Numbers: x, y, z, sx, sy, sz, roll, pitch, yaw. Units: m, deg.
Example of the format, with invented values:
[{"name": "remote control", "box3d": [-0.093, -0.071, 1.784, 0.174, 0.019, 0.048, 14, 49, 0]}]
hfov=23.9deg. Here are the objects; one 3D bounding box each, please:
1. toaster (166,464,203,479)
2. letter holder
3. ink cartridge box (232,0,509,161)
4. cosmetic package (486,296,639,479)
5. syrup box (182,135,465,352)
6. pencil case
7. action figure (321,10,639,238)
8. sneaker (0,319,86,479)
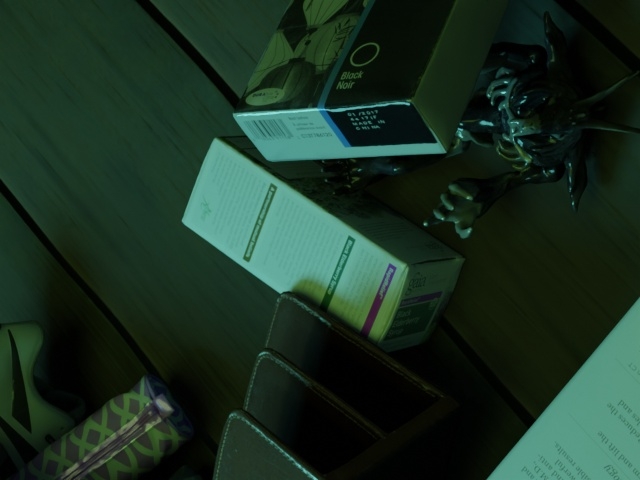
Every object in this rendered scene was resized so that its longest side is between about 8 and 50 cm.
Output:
[{"name": "toaster", "box3d": [-0.174, 0.337, 1.485, 0.227, 0.129, 0.146, -43, 72, 34]}, {"name": "letter holder", "box3d": [-0.028, 0.224, 1.290, 0.214, 0.152, 0.302, 34, 134, 31]}, {"name": "ink cartridge box", "box3d": [0.070, -0.206, 1.151, 0.165, 0.065, 0.333, -2, 51, 37]}, {"name": "cosmetic package", "box3d": [0.222, 0.207, 1.116, 0.156, 0.217, 0.385, 46, 121, 24]}, {"name": "syrup box", "box3d": [0.000, 0.000, 1.335, 0.237, 0.093, 0.096, 35, 115, 29]}, {"name": "pencil case", "box3d": [-0.223, 0.217, 1.485, 0.206, 0.088, 0.086, -38, 74, 2]}, {"name": "action figure", "box3d": [0.113, -0.087, 1.211, 0.275, 0.141, 0.164, -3, 109, 38]}, {"name": "sneaker", "box3d": [-0.305, 0.232, 1.583, 0.122, 0.146, 0.331, 43, 147, 53]}]
